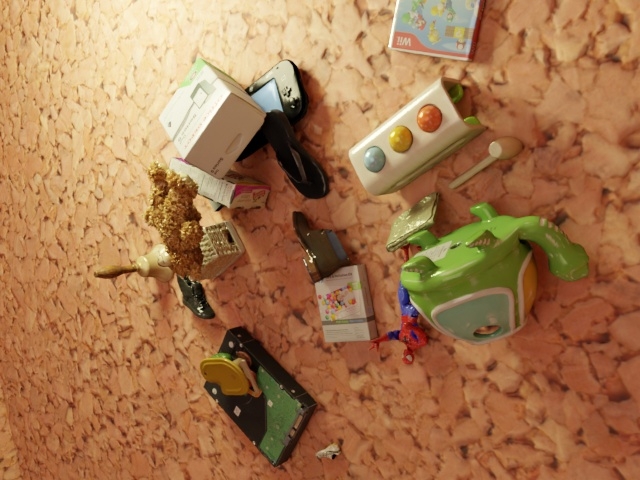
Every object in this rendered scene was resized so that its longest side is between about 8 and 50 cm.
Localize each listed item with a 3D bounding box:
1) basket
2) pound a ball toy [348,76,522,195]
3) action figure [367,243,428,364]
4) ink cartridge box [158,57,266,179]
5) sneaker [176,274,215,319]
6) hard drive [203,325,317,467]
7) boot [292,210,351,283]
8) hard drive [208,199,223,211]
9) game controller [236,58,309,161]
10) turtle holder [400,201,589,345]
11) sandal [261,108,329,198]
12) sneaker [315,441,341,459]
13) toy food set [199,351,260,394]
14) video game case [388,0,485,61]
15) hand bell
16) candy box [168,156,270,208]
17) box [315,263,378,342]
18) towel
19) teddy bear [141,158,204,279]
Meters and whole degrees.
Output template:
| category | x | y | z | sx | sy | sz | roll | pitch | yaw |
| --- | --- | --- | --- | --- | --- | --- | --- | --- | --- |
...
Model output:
| category | x | y | z | sx | sy | sz | roll | pitch | yaw |
| --- | --- | --- | --- | --- | --- | --- | --- | --- | --- |
| basket | -0.317 | 0.033 | 1.883 | 0.167 | 0.103 | 0.113 | -39 | 73 | 35 |
| pound a ball toy | 0.227 | -0.192 | 1.379 | 0.319 | 0.136 | 0.208 | -34 | 75 | 38 |
| action figure | 0.182 | 0.153 | 1.473 | 0.092 | 0.139 | 0.280 | 7 | 103 | 40 |
| ink cartridge box | -0.286 | -0.320 | 1.698 | 0.211 | 0.122 | 0.289 | -53 | 39 | 11 |
| sneaker | -0.378 | 0.167 | 1.987 | 0.170 | 0.051 | 0.089 | 27 | 118 | 37 |
| hard drive | -0.177 | 0.436 | 1.853 | 0.339 | 0.064 | 0.236 | 39 | 119 | 29 |
| boot | 0.000 | 0.000 | 1.647 | 0.106 | 0.082 | 0.219 | -23 | 57 | 5 |
| hard drive | -0.303 | -0.164 | 1.895 | 0.094 | 0.022 | 0.135 | -39 | 72 | 36 |
| game controller | -0.157 | -0.336 | 1.721 | 0.319 | 0.067 | 0.166 | -27 | 79 | 38 |
| turtle holder | 0.331 | 0.063 | 1.296 | 0.320 | 0.243 | 0.227 | -30 | 101 | 0 |
| sandal | -0.075 | -0.205 | 1.641 | 0.097 | 0.054 | 0.254 | -31 | 97 | 39 |
| sneaker | 0.020 | 0.564 | 1.729 | 0.083 | 0.032 | 0.037 | -41 | 70 | 36 |
| toy food set | -0.236 | 0.359 | 1.815 | 0.218 | 0.071 | 0.128 | -10 | 114 | 42 |
| video game case | 0.256 | -0.534 | 1.376 | 0.204 | 0.025 | 0.285 | 21 | 110 | 36 |
| hand bell | -0.585 | 0.086 | 2.023 | 0.126 | 0.242 | 0.126 | 6 | 100 | 39 |
| candy box | -0.275 | -0.155 | 1.765 | 0.234 | 0.159 | 0.071 | 24 | 104 | 27 |
| box | 0.061 | 0.158 | 1.632 | 0.145 | 0.038 | 0.186 | -9 | 89 | 40 |
| towel | 0.203 | -0.041 | 1.449 | 0.027 | 0.110 | 0.148 | 38 | 131 | -16 |
| teddy bear | -0.391 | -0.049 | 1.730 | 0.245 | 0.113 | 0.337 | 35 | 134 | 21 |
